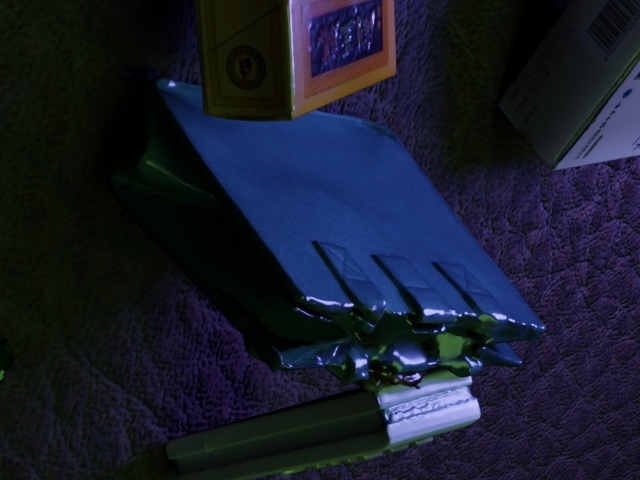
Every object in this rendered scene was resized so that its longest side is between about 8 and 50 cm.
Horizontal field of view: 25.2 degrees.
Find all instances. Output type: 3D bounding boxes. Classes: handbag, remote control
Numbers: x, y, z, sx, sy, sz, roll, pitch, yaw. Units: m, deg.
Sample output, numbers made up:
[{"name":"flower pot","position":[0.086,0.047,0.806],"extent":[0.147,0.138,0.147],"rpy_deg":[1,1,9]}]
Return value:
[{"name":"handbag","position":[-0.004,0.002,1.065],"extent":[0.269,0.274,0.100],"rpy_deg":[5,126,-46]},{"name":"remote control","position":[-0.005,0.157,1.156],"extent":[0.103,0.277,0.055],"rpy_deg":[-9,81,-42]}]

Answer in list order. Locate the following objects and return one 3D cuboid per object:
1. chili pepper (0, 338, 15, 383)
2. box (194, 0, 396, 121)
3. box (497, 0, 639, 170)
[{"name":"chili pepper","position":[-0.263,0.125,1.043],"extent":[0.118,0.035,0.055],"rpy_deg":[-40,151,-18]},{"name":"box","position":[-0.017,-0.233,0.987],"extent":[0.174,0.076,0.274],"rpy_deg":[-30,121,-57]},{"name":"box","position":[0.294,-0.176,1.334],"extent":[0.168,0.095,0.212],"rpy_deg":[-14,147,-43]}]
